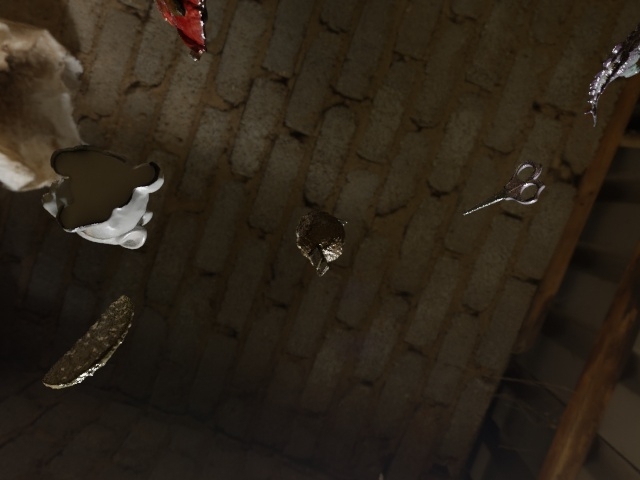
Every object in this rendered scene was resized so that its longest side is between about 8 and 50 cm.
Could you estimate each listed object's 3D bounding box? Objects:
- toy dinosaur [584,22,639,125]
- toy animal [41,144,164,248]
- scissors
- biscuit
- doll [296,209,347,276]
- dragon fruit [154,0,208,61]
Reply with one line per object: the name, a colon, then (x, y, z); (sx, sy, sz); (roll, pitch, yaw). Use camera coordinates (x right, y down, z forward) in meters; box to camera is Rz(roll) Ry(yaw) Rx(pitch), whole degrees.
toy dinosaur: (0.427, -0.249, 0.735); (0.082, 0.039, 0.209); (-33, 150, -24)
toy animal: (-0.486, -0.077, 1.177); (0.357, 0.257, 0.194); (136, -46, -72)
scissors: (0.371, -0.093, 1.055); (0.189, 0.015, 0.100); (-29, -134, 42)
biscuit: (-0.493, 0.233, 1.127); (0.250, 0.133, 0.032); (-51, 131, -22)
doll: (-0.002, -0.005, 1.104); (0.114, 0.105, 0.221); (-30, -168, 12)
dragon fruit: (-0.254, -0.490, 0.885); (0.282, 0.100, 0.344); (-118, -157, -46)
